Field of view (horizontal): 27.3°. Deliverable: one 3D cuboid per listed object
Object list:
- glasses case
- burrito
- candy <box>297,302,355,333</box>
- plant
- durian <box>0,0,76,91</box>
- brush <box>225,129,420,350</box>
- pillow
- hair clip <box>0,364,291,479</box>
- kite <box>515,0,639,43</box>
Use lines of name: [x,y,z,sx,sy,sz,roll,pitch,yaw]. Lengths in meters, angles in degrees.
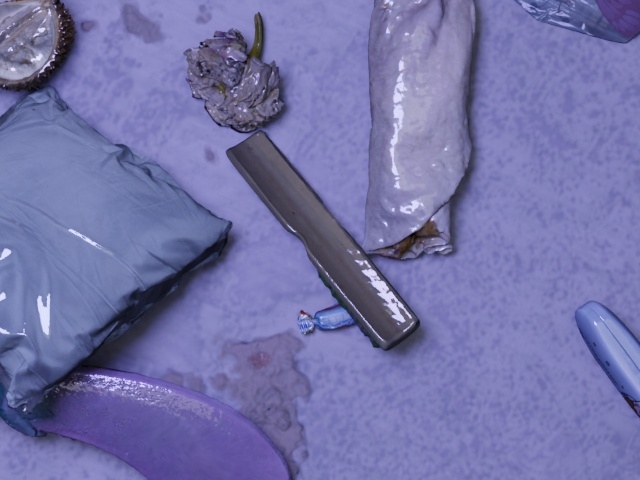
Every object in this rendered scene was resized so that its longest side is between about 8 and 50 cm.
glasses case: [0.329,0.140,1.382,0.045,0.067,0.178,-36,85,-4]
burrito: [0.107,-0.174,1.416,0.117,0.076,0.392,3,87,-4]
candy: [0.016,0.080,1.419,0.083,0.020,0.030,-15,93,-4]
plant: [-0.085,-0.186,1.431,0.116,0.104,0.122,52,55,-28]
durian: [-0.313,-0.221,1.430,0.140,0.071,0.110,-43,80,11]
brush: [0.000,0.000,1.410,0.054,0.048,0.282,-34,75,-20]
pillow: [-0.293,-0.001,1.354,0.283,0.138,0.310,39,61,13]
hair clip: [-0.179,0.203,1.384,0.358,0.095,0.110,25,69,1]
kite: [0.317,-0.378,1.365,0.204,0.022,0.360,26,118,-4]
